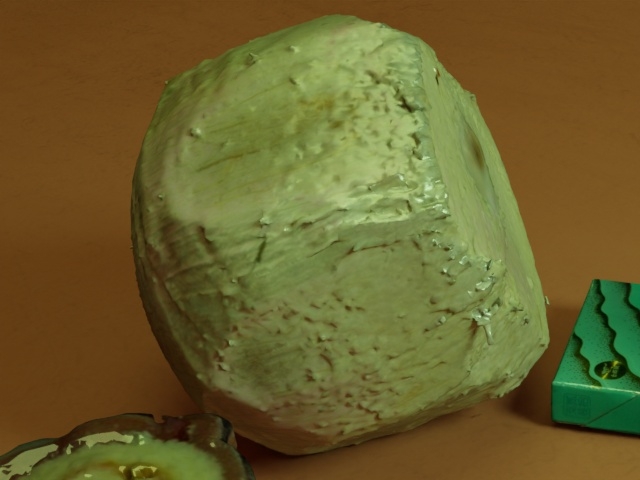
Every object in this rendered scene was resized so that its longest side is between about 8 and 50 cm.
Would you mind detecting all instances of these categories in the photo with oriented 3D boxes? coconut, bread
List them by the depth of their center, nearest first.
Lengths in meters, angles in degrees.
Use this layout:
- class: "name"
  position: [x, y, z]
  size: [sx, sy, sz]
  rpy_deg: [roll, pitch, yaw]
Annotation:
- class: "bread"
  position: [-0.114, 0.207, 0.732]
  size: [0.190, 0.123, 0.244]
  rpy_deg: [-11, 26, -7]
- class: "coconut"
  position: [0.000, 0.000, 0.953]
  size: [0.254, 0.297, 0.297]
  rpy_deg: [-19, 23, 14]

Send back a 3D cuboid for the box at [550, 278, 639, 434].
- class: "box"
  position: [0.291, 0.089, 0.988]
  size: [0.226, 0.042, 0.161]
  rpy_deg: [6, 27, 21]
